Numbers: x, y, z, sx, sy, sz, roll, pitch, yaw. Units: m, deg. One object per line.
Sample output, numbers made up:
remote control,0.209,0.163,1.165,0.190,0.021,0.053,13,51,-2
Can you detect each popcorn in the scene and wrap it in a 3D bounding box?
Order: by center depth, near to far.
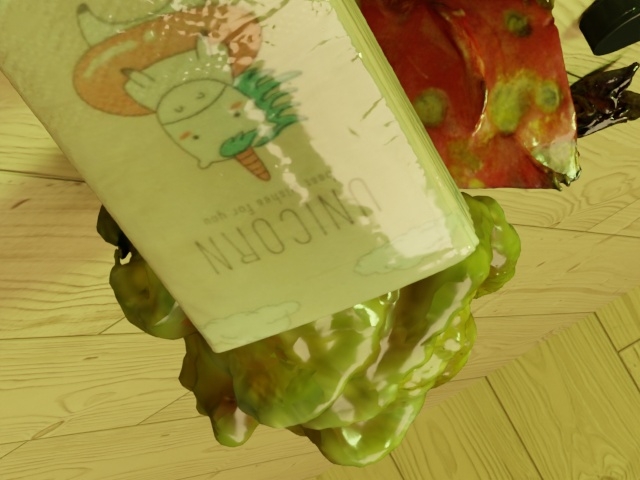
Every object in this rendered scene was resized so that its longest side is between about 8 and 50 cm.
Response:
popcorn,0.023,0.002,1.381,0.321,0.290,0.326,-32,148,25

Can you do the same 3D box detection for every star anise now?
star anise,0.252,-0.124,1.880,0.212,0.053,0.157,-20,166,-25

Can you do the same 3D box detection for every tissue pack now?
tissue pack,-0.052,-0.075,0.976,0.170,0.071,0.325,-22,135,11

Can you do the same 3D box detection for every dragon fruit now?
dragon fruit,0.044,-0.121,1.164,0.161,0.274,0.126,-18,124,-11

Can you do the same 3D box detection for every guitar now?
guitar,0.347,-0.225,1.714,0.271,0.038,0.084,-20,167,-32
